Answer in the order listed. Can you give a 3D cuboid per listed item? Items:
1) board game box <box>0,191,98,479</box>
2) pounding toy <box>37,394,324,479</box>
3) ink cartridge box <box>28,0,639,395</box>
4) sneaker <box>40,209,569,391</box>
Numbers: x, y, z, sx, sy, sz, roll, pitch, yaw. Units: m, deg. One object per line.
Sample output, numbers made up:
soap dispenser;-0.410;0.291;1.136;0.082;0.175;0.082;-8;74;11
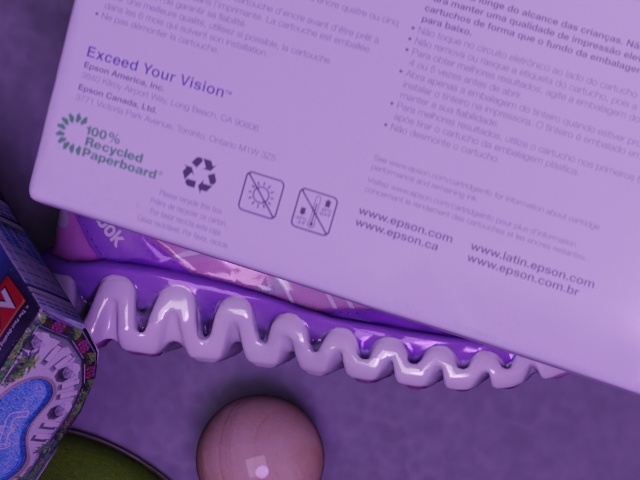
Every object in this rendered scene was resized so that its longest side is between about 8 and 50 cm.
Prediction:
board game box;-0.149;0.078;0.702;0.194;0.060;0.194;-55;47;17
pounding toy;-0.102;0.168;0.756;0.236;0.110;0.183;-13;96;6
ink cartridge box;0.035;-0.088;0.612;0.223;0.045;0.224;18;104;9
sneaker;0.000;0.000;0.742;0.236;0.095;0.105;7;90;4
